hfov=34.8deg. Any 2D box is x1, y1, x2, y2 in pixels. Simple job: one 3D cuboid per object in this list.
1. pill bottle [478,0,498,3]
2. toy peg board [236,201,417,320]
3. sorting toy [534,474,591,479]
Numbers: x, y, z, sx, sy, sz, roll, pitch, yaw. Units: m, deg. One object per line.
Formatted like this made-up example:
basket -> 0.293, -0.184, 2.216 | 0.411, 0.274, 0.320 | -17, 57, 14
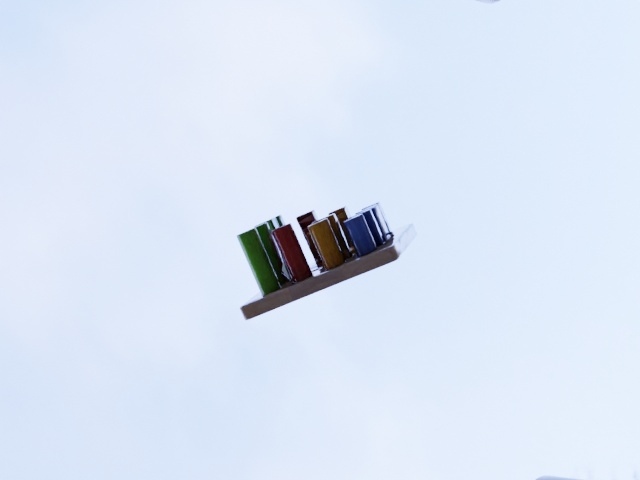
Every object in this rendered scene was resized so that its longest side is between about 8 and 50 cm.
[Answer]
pill bottle -> 0.106, -0.348, 1.121 | 0.229, 0.131, 0.131 | 10, -100, -17
toy peg board -> 0.000, 0.000, 1.020 | 0.160, 0.161, 0.079 | -23, -86, 14
sorting toy -> 0.242, 0.335, 1.106 | 0.038, 0.193, 0.208 | 46, -112, -10
